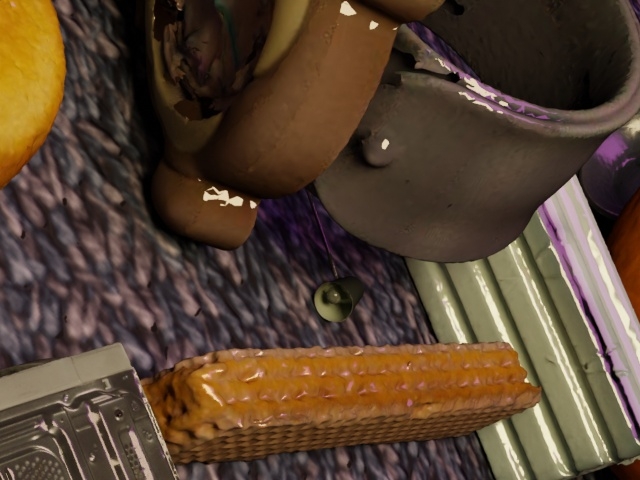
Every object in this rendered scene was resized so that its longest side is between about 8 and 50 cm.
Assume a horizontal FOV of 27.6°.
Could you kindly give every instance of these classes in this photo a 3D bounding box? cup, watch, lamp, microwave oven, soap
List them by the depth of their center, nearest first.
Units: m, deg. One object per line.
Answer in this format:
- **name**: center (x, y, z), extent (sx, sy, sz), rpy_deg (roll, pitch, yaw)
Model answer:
- **microwave oven**: center (-0.168, 0.150, 0.608), extent (0.208, 0.122, 0.162), rpy_deg (-14, 77, -54)
- **watch**: center (0.056, -0.166, 0.928), extent (0.326, 0.314, 0.335), rpy_deg (3, 53, -35)
- **lamp**: center (0.001, 0.001, 1.003), extent (0.121, 0.041, 0.054), rpy_deg (64, 27, -1)
- **soap**: center (0.181, 0.074, 1.076), extent (0.094, 0.150, 0.261), rpy_deg (-11, 76, -50)
- **cup**: center (0.403, -0.044, 1.439), extent (0.150, 0.199, 0.199), rpy_deg (57, 31, -39)

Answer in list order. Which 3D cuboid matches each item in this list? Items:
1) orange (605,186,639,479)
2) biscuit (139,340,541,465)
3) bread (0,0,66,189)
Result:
- **orange**: center (0.440, 0.098, 1.186), extent (0.326, 0.424, 0.424), rpy_deg (68, 2, -78)
- **biscuit**: center (0.022, 0.109, 0.902), extent (0.378, 0.094, 0.054), rpy_deg (4, 64, -50)
- **bread**: center (-0.249, -0.106, 0.664), extent (0.268, 0.145, 0.268), rpy_deg (35, 40, -37)
